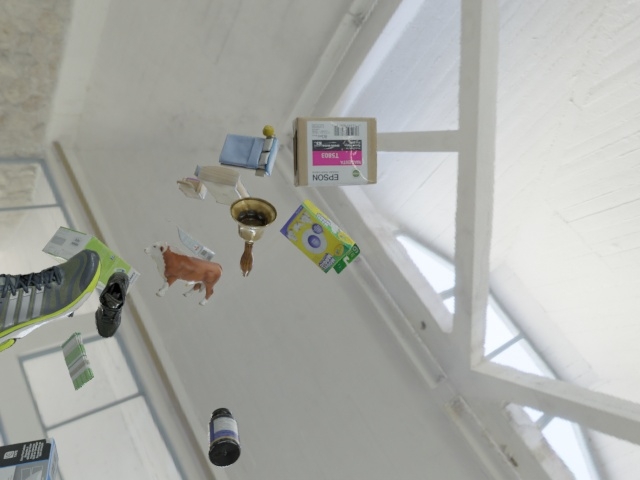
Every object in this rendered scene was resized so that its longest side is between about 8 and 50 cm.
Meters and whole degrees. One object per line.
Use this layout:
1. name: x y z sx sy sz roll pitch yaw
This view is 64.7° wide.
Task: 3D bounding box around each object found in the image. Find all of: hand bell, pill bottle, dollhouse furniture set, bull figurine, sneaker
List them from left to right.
1. sneaker: -0.578 0.107 0.995 0.111 0.300 0.121 43 -18 39
2. sneaker: -0.687 0.224 1.642 0.130 0.087 0.227 -131 -119 -74
3. bull figurine: -0.506 0.118 1.847 0.101 0.310 0.188 31 -83 53
4. pill bottle: -0.377 0.753 1.954 0.219 0.123 0.123 -128 -138 -67
5. dollhouse furniture set: -0.326 -0.300 1.751 0.286 0.198 0.303 12 -108 12
6. hand bell: -0.199 0.010 1.409 0.126 0.126 0.242 44 -41 29

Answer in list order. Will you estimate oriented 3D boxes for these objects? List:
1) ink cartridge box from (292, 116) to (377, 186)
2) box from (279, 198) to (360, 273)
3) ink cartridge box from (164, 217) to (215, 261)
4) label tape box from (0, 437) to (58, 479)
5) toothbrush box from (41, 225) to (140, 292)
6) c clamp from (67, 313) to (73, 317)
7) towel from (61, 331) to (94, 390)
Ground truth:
1. ink cartridge box: 0.041 -0.253 1.446 0.088 0.234 0.193 -158 -114 -76
2. box: 0.000 0.000 1.200 0.179 0.043 0.105 41 -54 -1
3. ink cartridge box: -0.468 0.000 1.773 0.179 0.145 0.045 33 -97 9
4. label tape box: -0.912 0.691 1.364 0.240 0.333 0.106 -122 -147 -54
5. toothbrush box: -0.872 0.086 1.933 0.206 0.122 0.283 13 -29 31
6. c clamp: -0.779 0.164 1.532 0.137 0.022 0.161 -118 -168 -51
7. towel: -0.733 0.363 1.525 0.113 0.023 0.152 -36 -108 33
